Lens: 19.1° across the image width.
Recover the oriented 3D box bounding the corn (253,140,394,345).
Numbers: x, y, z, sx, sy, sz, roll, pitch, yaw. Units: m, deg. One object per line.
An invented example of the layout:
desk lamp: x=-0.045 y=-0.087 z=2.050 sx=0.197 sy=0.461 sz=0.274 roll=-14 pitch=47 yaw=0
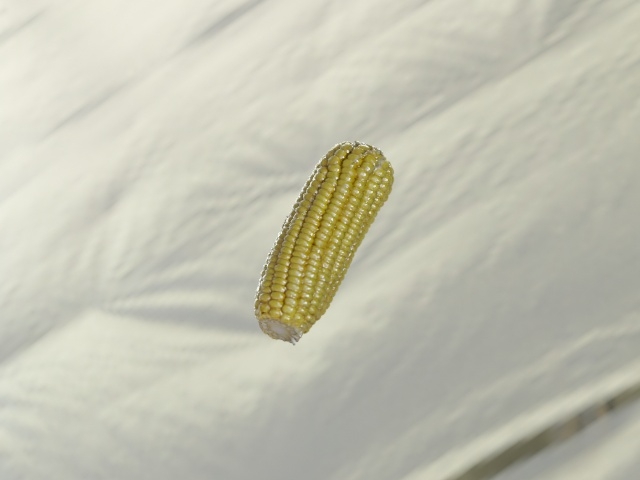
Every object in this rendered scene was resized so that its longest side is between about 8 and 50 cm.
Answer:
corn: x=0.000 y=0.000 z=0.813 sx=0.037 sy=0.037 sz=0.092 roll=1 pitch=-120 yaw=54
